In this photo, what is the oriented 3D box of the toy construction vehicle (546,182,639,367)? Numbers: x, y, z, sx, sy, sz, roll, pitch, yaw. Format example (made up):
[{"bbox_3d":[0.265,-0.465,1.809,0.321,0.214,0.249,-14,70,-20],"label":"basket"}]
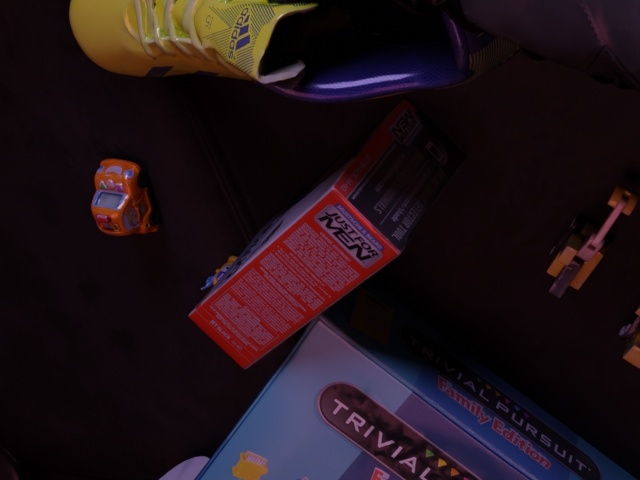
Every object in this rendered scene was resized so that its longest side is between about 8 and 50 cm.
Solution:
[{"bbox_3d":[0.166,0.022,0.607,0.086,0.035,0.098,34,137,5],"label":"toy construction vehicle"}]

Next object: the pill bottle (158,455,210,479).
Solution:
[{"bbox_3d":[-0.066,0.267,0.926,0.103,0.103,0.184,-19,113,43],"label":"pill bottle"}]

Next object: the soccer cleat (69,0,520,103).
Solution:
[{"bbox_3d":[-0.031,-0.115,0.560,0.289,0.121,0.093,2,127,33],"label":"soccer cleat"}]

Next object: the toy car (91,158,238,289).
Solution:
[{"bbox_3d":[-0.103,-0.008,0.761,0.122,0.040,0.060,24,136,16],"label":"toy car"}]

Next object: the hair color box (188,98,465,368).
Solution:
[{"bbox_3d":[0.000,0.000,0.660,0.053,0.093,0.167,44,137,-7],"label":"hair color box"}]

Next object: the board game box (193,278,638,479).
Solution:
[{"bbox_3d":[0.025,0.223,0.770,0.253,0.079,0.336,37,118,2],"label":"board game box"}]

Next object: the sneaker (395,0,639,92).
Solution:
[{"bbox_3d":[0.087,-0.110,0.414,0.130,0.109,0.286,-37,76,21],"label":"sneaker"}]
